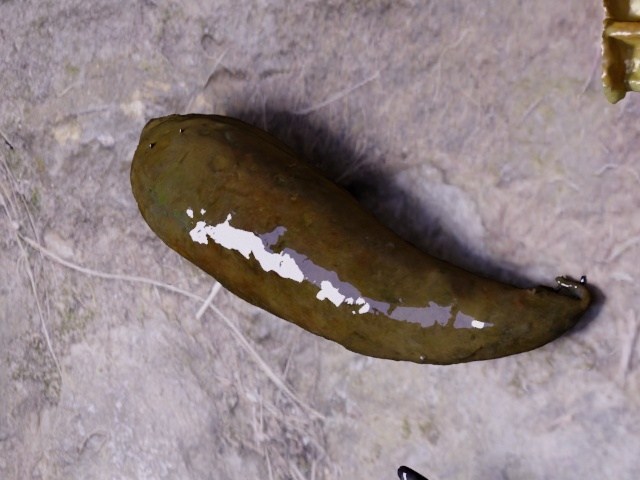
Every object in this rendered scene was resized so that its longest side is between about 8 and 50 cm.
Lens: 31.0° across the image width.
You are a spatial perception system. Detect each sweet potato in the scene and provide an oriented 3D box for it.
[{"bbox_3d":[-0.001,0.005,0.889,0.423,0.130,0.130,27,115,32],"label":"sweet potato"}]

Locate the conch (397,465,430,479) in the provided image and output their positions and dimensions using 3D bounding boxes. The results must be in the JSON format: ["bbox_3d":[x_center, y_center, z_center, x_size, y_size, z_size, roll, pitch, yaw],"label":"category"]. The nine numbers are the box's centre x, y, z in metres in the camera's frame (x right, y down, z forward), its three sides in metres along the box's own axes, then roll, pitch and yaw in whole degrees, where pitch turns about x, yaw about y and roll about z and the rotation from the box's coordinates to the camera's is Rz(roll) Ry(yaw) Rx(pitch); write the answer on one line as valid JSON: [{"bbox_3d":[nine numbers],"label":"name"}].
[{"bbox_3d":[0.122,0.307,0.793,0.313,0.186,0.241,53,141,-1],"label":"conch"}]

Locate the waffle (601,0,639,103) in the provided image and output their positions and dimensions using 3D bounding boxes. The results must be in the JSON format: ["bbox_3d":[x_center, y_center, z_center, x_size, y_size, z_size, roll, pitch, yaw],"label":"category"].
[{"bbox_3d":[0.264,-0.165,0.639,0.219,0.057,0.229,6,101,44],"label":"waffle"}]
